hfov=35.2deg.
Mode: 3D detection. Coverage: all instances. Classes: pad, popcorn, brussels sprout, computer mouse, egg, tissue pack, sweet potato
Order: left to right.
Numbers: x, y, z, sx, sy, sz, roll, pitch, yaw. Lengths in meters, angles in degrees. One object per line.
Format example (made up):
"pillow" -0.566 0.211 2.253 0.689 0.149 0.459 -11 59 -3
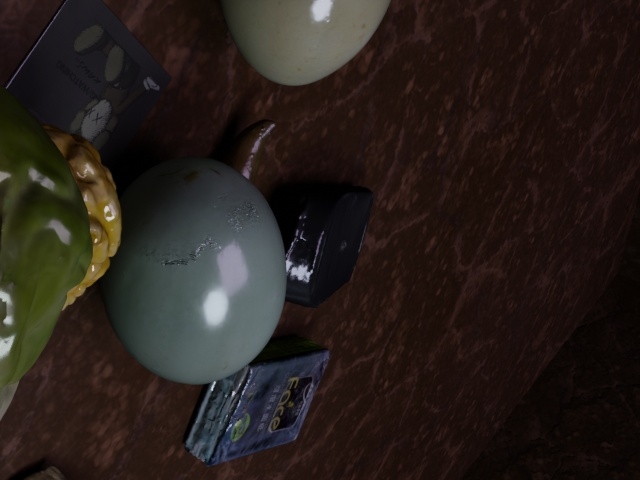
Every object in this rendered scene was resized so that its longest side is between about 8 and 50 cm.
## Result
"brussels sprout" -0.315 0.020 0.704 0.316 0.274 0.242 -64 176 14
"popcorn" -0.256 -0.024 0.889 0.180 0.170 0.180 -9 90 -82
"pad" -0.222 -0.155 0.995 0.127 0.004 0.190 -58 153 -8
"egg" -0.138 0.037 1.100 0.203 0.203 0.282 -40 150 -37
"sweet potato" -0.123 -0.026 1.229 0.067 0.067 0.273 1 117 -61
"tissue pack" -0.091 0.237 1.515 0.235 0.073 0.173 2 114 -61
"egg" -0.015 -0.279 1.043 0.188 0.189 0.253 -35 149 -43
"computer mouse" -0.005 -0.001 1.442 0.295 0.087 0.168 -17 123 -71

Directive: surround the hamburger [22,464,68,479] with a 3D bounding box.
"hamburger" -0.300 0.449 1.195 0.162 0.209 0.330 -23 132 -53
